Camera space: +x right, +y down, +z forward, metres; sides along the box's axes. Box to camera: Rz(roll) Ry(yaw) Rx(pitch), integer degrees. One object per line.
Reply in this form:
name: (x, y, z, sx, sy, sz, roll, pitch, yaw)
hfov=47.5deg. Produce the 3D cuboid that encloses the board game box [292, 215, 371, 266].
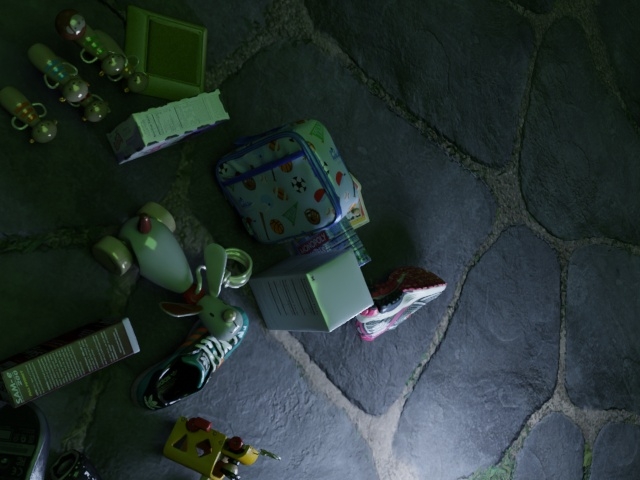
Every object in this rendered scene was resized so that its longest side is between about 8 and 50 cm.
board game box: (0.000, 0.000, 1.679, 0.060, 0.194, 0.194, -30, 88, -35)

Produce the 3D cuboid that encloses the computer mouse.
computer mouse: (-0.555, 0.420, 1.279, 0.188, 0.072, 0.272, 8, 67, 11)

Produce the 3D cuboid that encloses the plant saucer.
plant saucer: (-0.322, -0.397, 1.556, 0.188, 0.045, 0.189, 7, 82, -34)

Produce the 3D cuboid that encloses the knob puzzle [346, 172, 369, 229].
knob puzzle: (0.033, -0.107, 1.783, 0.213, 0.030, 0.213, 4, 83, -34)

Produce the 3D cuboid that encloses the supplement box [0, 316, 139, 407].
supplement box: (-0.473, 0.218, 1.340, 0.239, 0.130, 0.073, -24, 100, -35)

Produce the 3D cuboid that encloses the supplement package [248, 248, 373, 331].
supplement package: (-0.026, 0.111, 1.591, 0.139, 0.244, 0.134, -28, 101, -33)

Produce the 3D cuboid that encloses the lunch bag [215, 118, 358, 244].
lunch bag: (-0.083, -0.124, 1.549, 0.115, 0.303, 0.243, -46, 112, -43)

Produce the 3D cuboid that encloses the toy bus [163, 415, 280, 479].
toy bus: (-0.213, 0.435, 1.461, 0.191, 0.202, 0.104, 34, 68, -22)

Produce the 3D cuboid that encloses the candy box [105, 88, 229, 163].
candy box: (-0.311, -0.231, 1.474, 0.196, 0.164, 0.070, -26, 98, -33)

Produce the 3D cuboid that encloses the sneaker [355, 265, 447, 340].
sneaker: (0.196, 0.150, 1.835, 0.299, 0.121, 0.112, -19, 125, -35)

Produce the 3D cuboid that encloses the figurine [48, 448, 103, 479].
figurine: (-0.460, 0.540, 1.350, 0.215, 0.092, 0.209, -48, 116, -27)

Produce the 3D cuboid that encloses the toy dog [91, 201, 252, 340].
toy dog: (-0.278, 0.048, 1.435, 0.333, 0.161, 0.220, 24, 64, -13)

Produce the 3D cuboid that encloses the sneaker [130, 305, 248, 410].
sneaker: (-0.245, 0.244, 1.500, 0.302, 0.121, 0.108, -43, 109, -31)

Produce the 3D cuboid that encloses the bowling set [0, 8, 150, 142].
bowling set: (-0.450, -0.313, 1.356, 0.154, 0.200, 0.287, 45, 64, -3)
